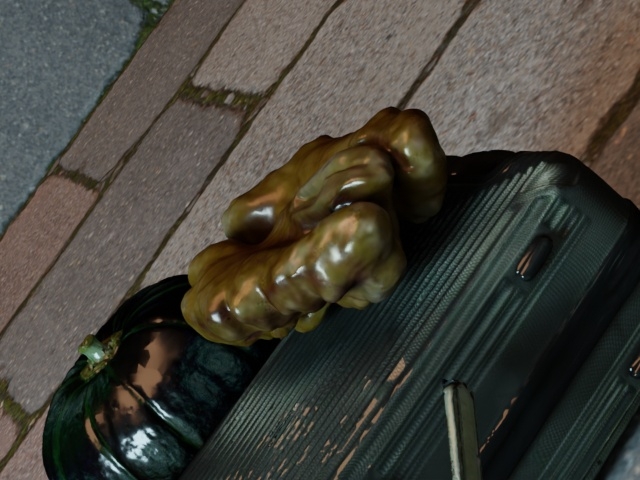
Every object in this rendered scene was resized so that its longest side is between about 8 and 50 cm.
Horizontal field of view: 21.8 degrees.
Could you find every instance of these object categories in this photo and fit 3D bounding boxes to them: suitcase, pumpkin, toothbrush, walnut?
[{"bbox_3d":[0.047,0.099,0.870,0.312,0.128,0.202,-55,19,-13],"label":"suitcase"},{"bbox_3d":[-0.114,0.113,1.183,0.202,0.140,0.202,-41,22,20],"label":"pumpkin"},{"bbox_3d":[0.069,0.191,0.689,0.028,0.026,0.294,-25,55,27],"label":"toothbrush"},{"bbox_3d":[0.000,0.000,0.858,0.170,0.069,0.143,-19,34,54],"label":"walnut"}]
